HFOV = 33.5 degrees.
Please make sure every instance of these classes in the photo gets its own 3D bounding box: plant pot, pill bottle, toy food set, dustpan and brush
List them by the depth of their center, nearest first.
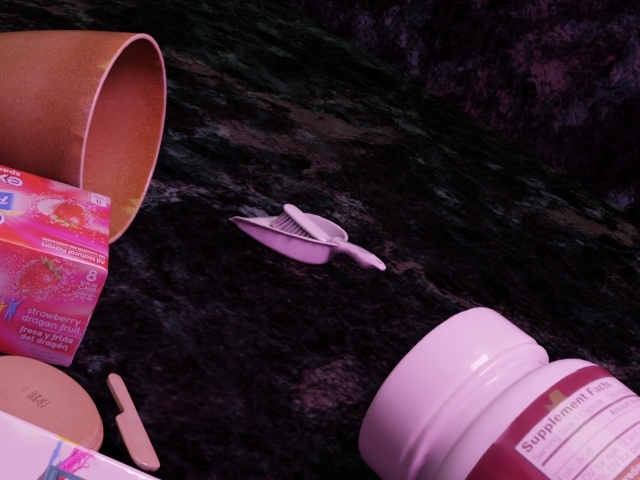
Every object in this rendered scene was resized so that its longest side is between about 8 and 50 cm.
[{"bbox_3d":[-0.233,0.144,0.850,0.192,0.038,0.132,18,25,-37],"label":"toy food set"},{"bbox_3d":[0.229,0.243,0.891,0.392,0.224,0.224,40,26,32],"label":"pill bottle"},{"bbox_3d":[-0.333,-0.139,1.193,0.254,0.237,0.237,14,20,9],"label":"plant pot"},{"bbox_3d":[0.000,0.000,1.410,0.211,0.060,0.147,38,25,30],"label":"dustpan and brush"}]

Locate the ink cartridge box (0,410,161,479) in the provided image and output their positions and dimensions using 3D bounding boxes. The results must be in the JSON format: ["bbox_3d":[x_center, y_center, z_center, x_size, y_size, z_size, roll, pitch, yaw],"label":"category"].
[{"bbox_3d":[-0.189,0.168,0.692,0.231,0.078,0.134,26,-22,-11],"label":"ink cartridge box"}]

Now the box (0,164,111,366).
[{"bbox_3d":[-0.328,0.004,0.957,0.257,0.122,0.128,17,29,-20],"label":"box"}]
